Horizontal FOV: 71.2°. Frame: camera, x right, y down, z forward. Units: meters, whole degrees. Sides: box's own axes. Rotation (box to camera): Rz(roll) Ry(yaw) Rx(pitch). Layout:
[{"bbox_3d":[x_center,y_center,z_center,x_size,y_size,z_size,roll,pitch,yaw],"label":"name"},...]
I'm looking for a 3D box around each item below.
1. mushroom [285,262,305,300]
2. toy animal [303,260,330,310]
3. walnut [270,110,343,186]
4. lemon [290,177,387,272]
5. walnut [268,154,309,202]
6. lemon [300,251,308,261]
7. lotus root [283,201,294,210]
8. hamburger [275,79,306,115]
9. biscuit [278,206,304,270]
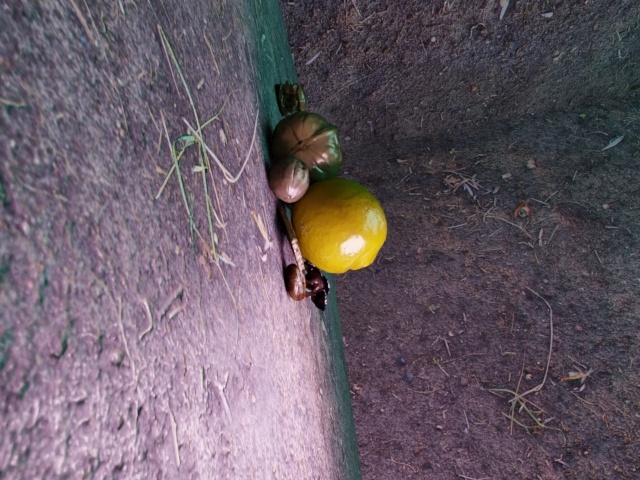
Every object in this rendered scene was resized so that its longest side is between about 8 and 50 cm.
[{"bbox_3d":[-0.082,0.133,1.426,0.123,0.052,0.123,-15,90,-77],"label":"mushroom"},{"bbox_3d":[-0.014,0.169,1.808,0.179,0.116,0.219,-80,152,-75],"label":"toy animal"},{"bbox_3d":[-0.050,-0.331,1.639,0.253,0.282,0.277,-62,-175,3],"label":"walnut"},{"bbox_3d":[0.061,-0.054,1.551,0.348,0.347,0.348,-10,90,-85],"label":"lemon"},{"bbox_3d":[-0.102,-0.201,1.451,0.162,0.140,0.140,-109,-176,-48],"label":"walnut"},{"bbox_3d":[0.000,0.000,1.822,0.260,0.204,0.204,63,18,-68],"label":"lemon"},{"bbox_3d":[-0.103,-0.160,1.641,0.165,0.088,0.088,45,34,-69],"label":"lotus root"},{"bbox_3d":[-0.135,-0.678,2.106,0.159,0.131,0.185,76,1,-77],"label":"hamburger"},{"bbox_3d":[-0.096,-0.010,1.461,0.231,0.025,0.131,-117,-170,-53],"label":"biscuit"}]
